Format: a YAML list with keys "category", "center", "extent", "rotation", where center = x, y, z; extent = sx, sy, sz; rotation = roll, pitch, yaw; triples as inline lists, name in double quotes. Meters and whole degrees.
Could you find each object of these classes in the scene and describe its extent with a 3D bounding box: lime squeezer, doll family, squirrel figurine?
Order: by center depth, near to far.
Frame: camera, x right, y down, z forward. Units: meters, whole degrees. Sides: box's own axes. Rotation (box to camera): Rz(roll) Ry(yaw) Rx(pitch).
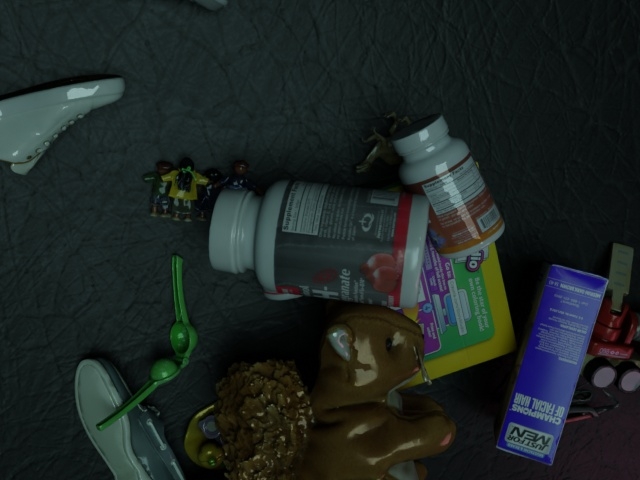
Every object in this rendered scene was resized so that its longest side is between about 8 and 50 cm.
- category: "squirrel figurine"
  center: [0.012, 0.283, 1.274]
  extent: [0.397, 0.281, 0.370]
  rotation: [-4, 103, 6]
- category: "doll family"
  center: [-0.194, -0.086, 1.333]
  extent: [0.193, 0.076, 0.111]
  rotation: [5, 96, -20]
- category: "lime squeezer"
  center: [-0.263, 0.187, 1.349]
  extent: [0.110, 0.059, 0.310]
  rotation: [50, 57, -54]

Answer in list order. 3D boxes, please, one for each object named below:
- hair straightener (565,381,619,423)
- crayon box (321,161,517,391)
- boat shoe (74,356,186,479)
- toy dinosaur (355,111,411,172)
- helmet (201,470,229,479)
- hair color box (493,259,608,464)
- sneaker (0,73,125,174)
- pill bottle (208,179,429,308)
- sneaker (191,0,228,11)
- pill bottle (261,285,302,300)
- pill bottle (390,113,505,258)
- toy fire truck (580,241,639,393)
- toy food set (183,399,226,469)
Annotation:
- category: "hair straightener"
  center: [0.484, 0.327, 1.598]
  extent: [0.231, 0.047, 0.088]
  rotation: [-7, 103, -7]
- category: "crayon box"
  center: [0.158, 0.067, 1.433]
  extent: [0.313, 0.106, 0.362]
  rotation: [-18, 105, -11]
- category: "boat shoe"
  center: [-0.324, 0.335, 1.396]
  extent: [0.099, 0.116, 0.319]
  rotation: [-34, 105, -50]
- category: "toy dinosaur"
  center: [0.139, -0.177, 1.412]
  extent: [0.183, 0.053, 0.092]
  rotation: [-19, 121, -2]
- category: "helmet"
  center: [-0.176, 0.492, 1.387]
  extent: [0.170, 0.161, 0.169]
  rotation: [0, 102, 1]
- category: "hair color box"
  center: [0.411, 0.212, 1.462]
  extent: [0.110, 0.185, 0.338]
  rotation: [15, 93, 10]
- category: "sneaker"
  center: [-0.430, -0.176, 1.243]
  extent: [0.290, 0.106, 0.123]
  rotation: [-15, 109, 1]
- category: "pill bottle"
  center: [0.000, 0.000, 1.231]
  extent: [0.319, 0.176, 0.176]
  rotation: [7, 101, 7]
- category: "sneaker"
  center: [-0.276, -0.421, 1.240]
  extent: [0.281, 0.105, 0.115]
  rotation: [23, 125, -19]
- category: "pill bottle"
  center: [-0.066, 0.015, 1.375]
  extent: [0.087, 0.087, 0.160]
  rotation: [-11, 105, -11]
- category: "pill bottle"
  center: [0.200, -0.088, 1.296]
  extent: [0.121, 0.121, 0.216]
  rotation: [-30, 104, -6]
- category: "toy fire truck"
  center: [0.603, 0.151, 1.554]
  extent: [0.217, 0.158, 0.246]
  rotation: [10, 110, -15]
- category: "toy food set"
  center: [-0.138, 0.341, 1.437]
  extent: [0.218, 0.071, 0.128]
  rotation: [-30, 107, -6]
